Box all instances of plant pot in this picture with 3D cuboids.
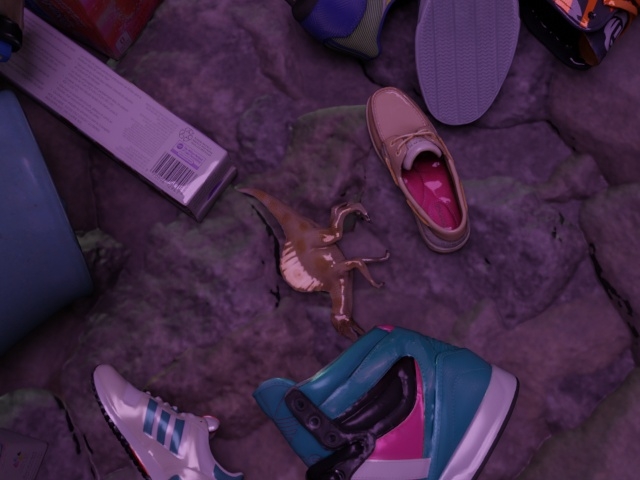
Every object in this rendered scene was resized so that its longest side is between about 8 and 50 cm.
[{"bbox_3d":[-0.330,0.004,0.600,0.255,0.272,0.272,-22,76,-17],"label":"plant pot"}]

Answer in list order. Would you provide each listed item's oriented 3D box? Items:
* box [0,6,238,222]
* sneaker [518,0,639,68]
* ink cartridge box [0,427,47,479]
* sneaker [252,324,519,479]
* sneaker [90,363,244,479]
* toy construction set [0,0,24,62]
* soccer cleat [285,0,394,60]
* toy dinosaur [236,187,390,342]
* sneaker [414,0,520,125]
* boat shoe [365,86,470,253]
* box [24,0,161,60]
[{"bbox_3d":[-0.223,-0.137,0.720,0.324,0.063,0.067,35,80,10],"label":"box"},{"bbox_3d":[0.315,-0.231,0.700,0.321,0.124,0.180,20,82,18],"label":"sneaker"},{"bbox_3d":[-0.290,0.199,0.571,0.067,0.198,0.115,16,78,7],"label":"ink cartridge box"},{"bbox_3d":[0.011,0.185,0.596,0.178,0.124,0.295,33,72,5],"label":"sneaker"},{"bbox_3d":[-0.130,0.163,0.654,0.075,0.057,0.161,-33,75,-22],"label":"sneaker"},{"bbox_3d":[-0.341,-0.187,0.566,0.215,0.328,0.151,1,98,-8],"label":"toy construction set"},{"bbox_3d":[0.070,-0.304,0.750,0.121,0.093,0.289,33,73,-21],"label":"soccer cleat"},{"bbox_3d":[0.000,0.000,0.681,0.092,0.053,0.183,-34,77,-4],"label":"toy dinosaur"},{"bbox_3d":[0.135,-0.238,0.697,0.094,0.091,0.258,4,108,6],"label":"sneaker"},{"bbox_3d":[0.091,-0.073,0.691,0.063,0.059,0.170,-25,76,-3],"label":"boat shoe"},{"bbox_3d":[-0.193,-0.352,0.731,0.154,0.142,0.300,30,79,10],"label":"box"}]
